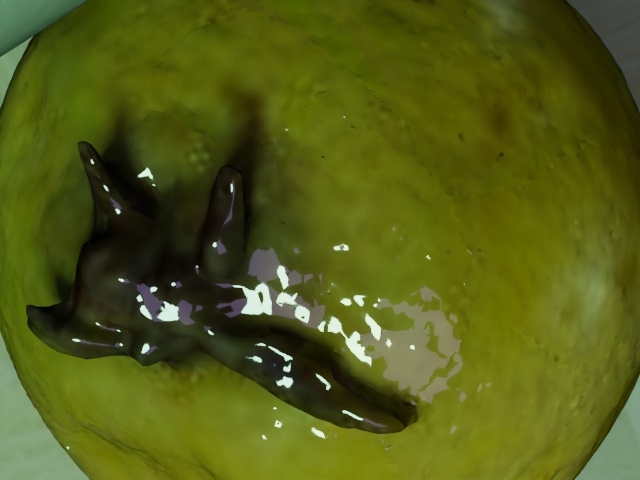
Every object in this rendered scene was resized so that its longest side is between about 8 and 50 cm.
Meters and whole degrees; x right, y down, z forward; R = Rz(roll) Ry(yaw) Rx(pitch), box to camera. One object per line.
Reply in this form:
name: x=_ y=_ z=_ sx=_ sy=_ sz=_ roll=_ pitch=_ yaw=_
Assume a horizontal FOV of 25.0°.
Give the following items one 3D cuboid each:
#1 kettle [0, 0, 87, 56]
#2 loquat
kettle: x=-0.089 y=-0.132 z=0.390 sx=0.255 sy=0.240 sz=0.165 roll=-41 pitch=85 yaw=-11
loquat: x=0.000 y=0.000 z=0.491 sx=0.243 sy=0.244 sz=0.244 roll=-8 pitch=126 yaw=-11
